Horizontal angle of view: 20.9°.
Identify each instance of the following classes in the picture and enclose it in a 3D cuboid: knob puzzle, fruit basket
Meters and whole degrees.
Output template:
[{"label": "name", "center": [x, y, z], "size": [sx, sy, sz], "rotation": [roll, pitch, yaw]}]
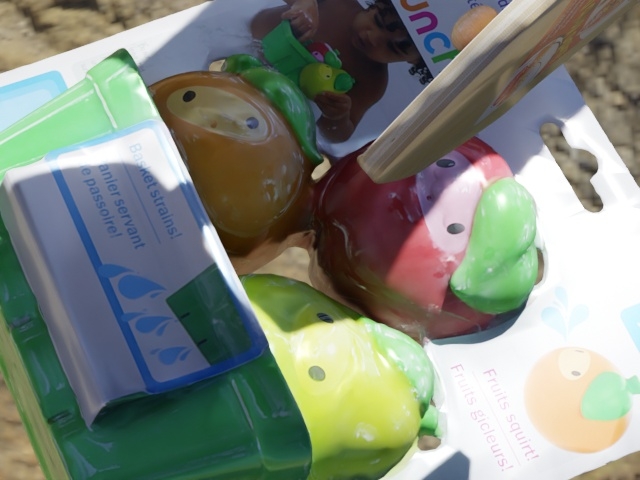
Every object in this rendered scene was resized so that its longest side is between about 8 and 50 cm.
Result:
[{"label": "knob puzzle", "center": [0.081, -0.088, 0.613], "size": [0.213, 0.213, 0.030], "rotation": [-37, 84, -31]}, {"label": "fruit basket", "center": [0.000, 0.000, 0.887], "size": [0.353, 0.165, 0.327], "rotation": [-22, 68, -10]}]
